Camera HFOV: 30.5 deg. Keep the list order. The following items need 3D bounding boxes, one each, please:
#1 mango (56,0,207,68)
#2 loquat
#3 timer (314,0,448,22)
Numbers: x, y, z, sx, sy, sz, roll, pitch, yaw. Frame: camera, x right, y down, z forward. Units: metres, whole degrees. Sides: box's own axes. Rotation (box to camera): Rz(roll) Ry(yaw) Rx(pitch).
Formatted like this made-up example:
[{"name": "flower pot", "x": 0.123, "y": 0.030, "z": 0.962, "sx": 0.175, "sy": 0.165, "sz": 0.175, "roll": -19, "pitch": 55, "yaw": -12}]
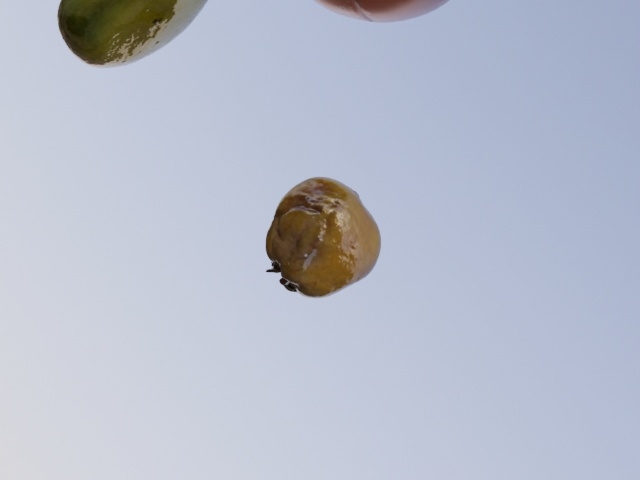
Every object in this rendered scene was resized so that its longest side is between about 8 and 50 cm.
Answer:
[{"name": "mango", "x": -0.192, "y": -0.270, "z": 1.295, "sx": 0.237, "sy": 0.137, "sz": 0.091, "roll": -26, "pitch": -111, "yaw": 27}, {"name": "loquat", "x": 0.000, "y": 0.000, "z": 1.317, "sx": 0.113, "sy": 0.137, "sz": 0.137, "roll": 26, "pitch": -41, "yaw": 48}, {"name": "timer", "x": 0.066, "y": -0.364, "z": 1.333, "sx": 0.215, "sy": 0.229, "sz": 0.229, "roll": 12, "pitch": -46, "yaw": 18}]
